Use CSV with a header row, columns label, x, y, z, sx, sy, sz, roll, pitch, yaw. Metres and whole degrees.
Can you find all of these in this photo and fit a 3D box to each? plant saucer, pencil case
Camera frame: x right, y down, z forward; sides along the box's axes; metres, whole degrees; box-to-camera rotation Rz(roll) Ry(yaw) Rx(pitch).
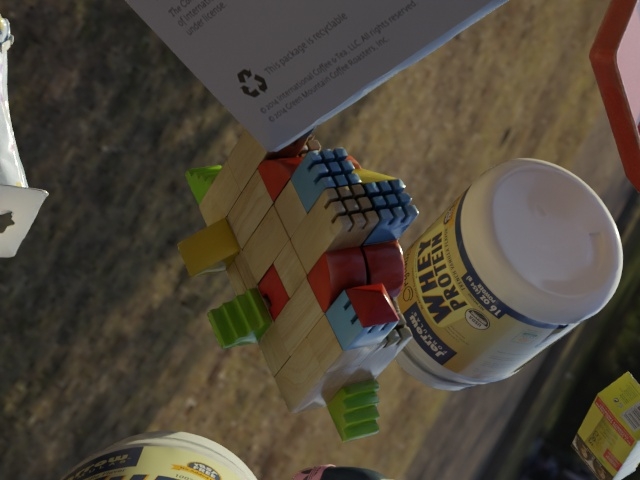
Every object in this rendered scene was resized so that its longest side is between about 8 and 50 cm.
label,x,y,z,sx,sy,sz,roll,pitch,yaw
plant saucer,0.373,-0.209,1.608,0.258,0.048,0.259,-64,143,-29
pencil case,-0.453,-0.161,1.856,0.124,0.273,0.113,-5,175,-26

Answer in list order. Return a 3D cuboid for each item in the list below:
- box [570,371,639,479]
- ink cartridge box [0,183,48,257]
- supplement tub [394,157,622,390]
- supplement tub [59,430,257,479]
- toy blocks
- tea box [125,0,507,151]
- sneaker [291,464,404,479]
label,x,y,z,sx,sy,sz,roll,pitch,yaw
box,0.406,0.263,1.955,0.058,0.087,0.232,-32,160,-14
ink cartridge box,-0.514,0.016,1.687,0.207,0.353,0.119,132,-44,-54
supplement tub,0.230,0.057,1.908,0.228,0.228,0.316,-47,179,-36
supplement tub,-0.145,0.306,1.193,0.235,0.235,0.325,-64,-175,11
toy blocks,0.000,0.000,1.585,0.191,0.381,0.261,-9,151,-33
tea box,0.067,-0.271,0.759,0.329,0.220,0.323,-29,-159,46
sneaker,0.029,0.384,1.588,0.112,0.131,0.319,-35,132,-54
